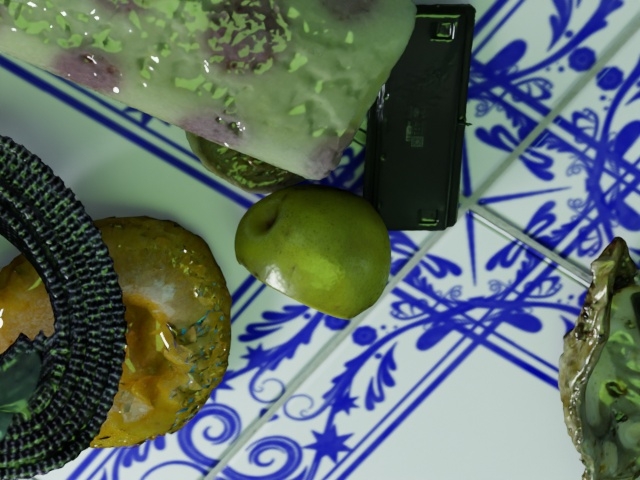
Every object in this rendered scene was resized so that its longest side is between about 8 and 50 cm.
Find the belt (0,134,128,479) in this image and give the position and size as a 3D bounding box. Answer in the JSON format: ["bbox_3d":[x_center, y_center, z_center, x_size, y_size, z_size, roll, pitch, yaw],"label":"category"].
[{"bbox_3d":[-0.302,0.050,1.539,0.260,0.122,0.325,-34,96,-11],"label":"belt"}]

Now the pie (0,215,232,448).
[{"bbox_3d":[-0.200,0.090,1.694,0.273,0.069,0.273,-6,130,-7],"label":"pie"}]

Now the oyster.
[{"bbox_3d":[0.290,0.136,1.798,0.128,0.078,0.345,-24,126,-16],"label":"oyster"}]

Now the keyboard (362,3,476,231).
[{"bbox_3d":[0.086,-0.104,1.620,0.093,0.025,0.230,-1,125,-5],"label":"keyboard"}]

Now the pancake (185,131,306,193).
[{"bbox_3d":[-0.050,-0.097,1.607,0.139,0.022,0.139,-3,126,-4],"label":"pancake"}]

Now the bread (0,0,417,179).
[{"bbox_3d":[-0.113,-0.186,1.447,0.338,0.155,0.187,23,111,-20],"label":"bread"}]

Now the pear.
[{"bbox_3d":[0.000,0.000,1.626,0.141,0.141,0.104,28,97,-24],"label":"pear"}]
